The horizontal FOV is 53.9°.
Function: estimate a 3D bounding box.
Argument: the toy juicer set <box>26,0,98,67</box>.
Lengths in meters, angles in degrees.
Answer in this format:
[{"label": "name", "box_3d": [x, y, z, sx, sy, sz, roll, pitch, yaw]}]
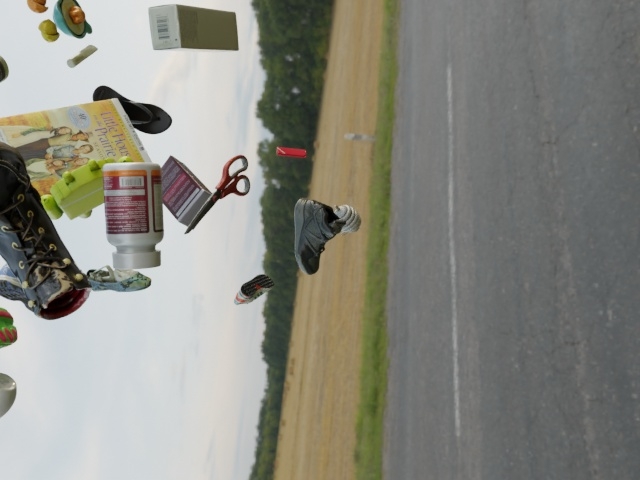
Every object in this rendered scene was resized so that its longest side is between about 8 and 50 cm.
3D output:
[{"label": "toy juicer set", "box_3d": [-0.770, -0.659, 1.922, 0.329, 0.089, 0.209, 66, -160, -50]}]

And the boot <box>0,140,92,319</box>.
[{"label": "boot", "box_3d": [-0.576, -0.006, 1.228, 0.284, 0.138, 0.377, 55, 155, 8]}]

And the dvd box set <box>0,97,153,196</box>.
[{"label": "dvd box set", "box_3d": [-0.729, -0.251, 1.804, 0.308, 0.420, 0.062, 58, 147, 22]}]

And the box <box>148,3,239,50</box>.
[{"label": "box", "box_3d": [-0.333, -0.564, 1.688, 0.275, 0.094, 0.113, -27, -63, -61]}]

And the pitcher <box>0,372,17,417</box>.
[{"label": "pitcher", "box_3d": [-1.047, 0.496, 1.940, 0.207, 0.177, 0.125, -54, -12, 9]}]

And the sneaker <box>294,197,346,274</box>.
[{"label": "sneaker", "box_3d": [0.000, 0.000, 1.725, 0.087, 0.130, 0.228, -39, -45, -56]}]

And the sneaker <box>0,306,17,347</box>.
[{"label": "sneaker", "box_3d": [-1.108, 0.289, 1.835, 0.185, 0.202, 0.483, 62, -172, 19]}]

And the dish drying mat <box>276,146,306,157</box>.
[{"label": "dish drying mat", "box_3d": [-0.082, -0.249, 1.776, 0.008, 0.083, 0.032, 103, 168, -47]}]

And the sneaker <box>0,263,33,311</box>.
[{"label": "sneaker", "box_3d": [-0.744, 0.130, 1.638, 0.211, 0.080, 0.081, 49, -158, -46]}]

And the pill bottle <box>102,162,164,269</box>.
[{"label": "pill bottle", "box_3d": [-0.397, -0.053, 1.343, 0.121, 0.121, 0.221, -106, 15, -85]}]

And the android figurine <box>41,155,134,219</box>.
[{"label": "android figurine", "box_3d": [-0.571, -0.129, 1.557, 0.056, 0.248, 0.273, 58, 166, 6]}]

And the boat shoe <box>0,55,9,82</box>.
[{"label": "boat shoe", "box_3d": [-0.842, -0.362, 1.385, 0.092, 0.285, 0.103, -99, 9, -52]}]

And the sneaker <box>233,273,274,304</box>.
[{"label": "sneaker", "box_3d": [-0.212, 0.157, 1.959, 0.075, 0.057, 0.161, -47, -12, 31]}]

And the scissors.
[{"label": "scissors", "box_3d": [-0.257, -0.121, 1.542, 0.297, 0.021, 0.109, -43, -49, -51]}]

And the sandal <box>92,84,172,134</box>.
[{"label": "sandal", "box_3d": [-0.600, -0.408, 2.001, 0.054, 0.254, 0.097, -131, 62, -72]}]

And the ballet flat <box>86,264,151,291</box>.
[{"label": "ballet flat", "box_3d": [-0.489, 0.089, 1.504, 0.070, 0.188, 0.070, -5, -90, -65]}]

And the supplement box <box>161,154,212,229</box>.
[{"label": "supplement box", "box_3d": [-0.442, -0.155, 2.002, 0.130, 0.239, 0.073, -50, -37, 5]}]

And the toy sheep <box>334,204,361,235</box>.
[{"label": "toy sheep", "box_3d": [0.080, -0.069, 1.994, 0.132, 0.091, 0.091, 41, -138, -42]}]
